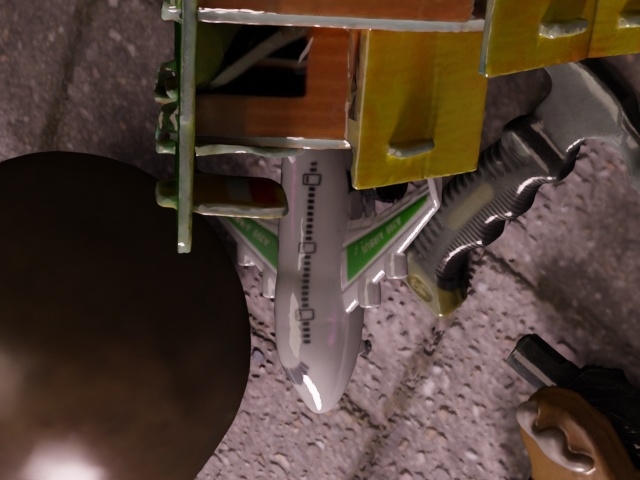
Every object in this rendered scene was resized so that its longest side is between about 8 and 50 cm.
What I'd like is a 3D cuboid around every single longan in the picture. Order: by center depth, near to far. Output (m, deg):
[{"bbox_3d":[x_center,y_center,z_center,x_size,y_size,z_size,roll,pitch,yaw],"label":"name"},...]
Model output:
[{"bbox_3d":[-0.205,0.086,1.134,0.319,0.319,0.319,16,118,32],"label":"longan"}]

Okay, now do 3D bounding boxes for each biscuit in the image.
[{"bbox_3d":[0.187,0.248,1.023,0.197,0.049,0.302,39,142,25],"label":"biscuit"}]

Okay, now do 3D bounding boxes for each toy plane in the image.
[{"bbox_3d":[0.003,-0.001,1.047,0.251,0.101,0.255,4,103,44],"label":"toy plane"}]

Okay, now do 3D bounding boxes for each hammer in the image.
[{"bbox_3d":[0.128,-0.040,0.989,0.159,0.041,0.226,49,131,11],"label":"hammer"}]

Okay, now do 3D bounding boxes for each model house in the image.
[{"bbox_3d":[0.072,-0.138,0.796,0.323,0.340,0.300,1,111,-7],"label":"model house"}]

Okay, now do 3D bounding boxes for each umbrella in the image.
[{"bbox_3d":[0.227,0.143,0.982,0.235,0.059,0.066,42,111,19],"label":"umbrella"}]
